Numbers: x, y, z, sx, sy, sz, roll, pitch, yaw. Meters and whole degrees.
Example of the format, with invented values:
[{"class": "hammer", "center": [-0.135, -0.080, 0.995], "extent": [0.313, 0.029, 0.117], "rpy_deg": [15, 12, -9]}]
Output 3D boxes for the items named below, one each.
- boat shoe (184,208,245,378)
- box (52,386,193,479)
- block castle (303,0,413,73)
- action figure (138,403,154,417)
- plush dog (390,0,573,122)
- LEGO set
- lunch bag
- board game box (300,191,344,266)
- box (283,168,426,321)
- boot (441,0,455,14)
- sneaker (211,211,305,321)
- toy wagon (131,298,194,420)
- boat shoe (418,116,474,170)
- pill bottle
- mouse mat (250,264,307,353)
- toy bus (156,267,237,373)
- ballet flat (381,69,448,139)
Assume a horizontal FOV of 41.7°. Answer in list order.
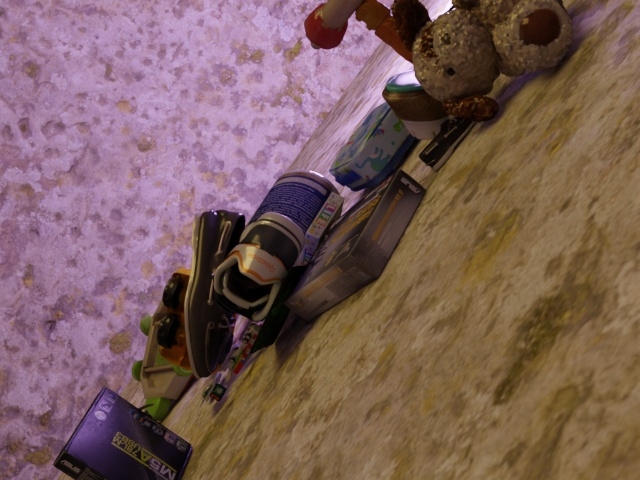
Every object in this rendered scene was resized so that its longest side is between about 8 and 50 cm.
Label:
[{"class": "boat shoe", "center": [-0.196, 0.093, 1.602], "extent": [0.112, 0.096, 0.335], "rpy_deg": [62, -155, -67]}, {"class": "box", "center": [-0.314, 0.349, 1.369], "extent": [0.045, 0.191, 0.184], "rpy_deg": [-50, 8, 19]}, {"class": "block castle", "center": [0.195, -0.498, 1.759], "extent": [0.453, 0.303, 0.213], "rpy_deg": [-57, 9, -32]}, {"class": "action figure", "center": [-0.451, 0.446, 1.803], "extent": [0.164, 0.141, 0.275], "rpy_deg": [-47, 17, 35]}, {"class": "plush dog", "center": [0.228, -0.297, 1.210], "extent": [0.225, 0.262, 0.211], "rpy_deg": [-38, -19, 23]}, {"class": "LEGO set", "center": [-0.155, 0.233, 1.554], "extent": [0.182, 0.060, 0.244], "rpy_deg": [-59, 3, -4]}, {"class": "lunch bag", "center": [0.106, -0.181, 1.643], "extent": [0.176, 0.090, 0.219], "rpy_deg": [-53, 9, -11]}, {"class": "board game box", "center": [0.000, 0.000, 1.495], "extent": [0.103, 0.026, 0.154], "rpy_deg": [-59, -12, -34]}, {"class": "box", "center": [0.048, 0.012, 1.297], "extent": [0.183, 0.056, 0.231], "rpy_deg": [-57, 10, -33]}, {"class": "boot", "center": [0.390, -0.568, 1.541], "extent": [0.445, 0.146, 0.367], "rpy_deg": [-54, 1, -32]}, {"class": "sneaker", "center": [-0.124, 0.076, 1.424], "extent": [0.127, 0.126, 0.321], "rpy_deg": [-58, -3, -31]}, {"class": "toy wagon", "center": [-0.370, 0.288, 2.019], "extent": [0.267, 0.068, 0.344], "rpy_deg": [-18, 59, 54]}, {"class": "boat shoe", "center": [0.198, -0.166, 1.292], "extent": [0.125, 0.038, 0.046], "rpy_deg": [-53, 9, -2]}, {"class": "pill bottle", "center": [-0.066, -0.008, 1.635], "extent": [0.153, 0.153, 0.264], "rpy_deg": [-44, 12, 43]}, {"class": "mouse mat", "center": [-0.063, 0.109, 1.379], "extent": [0.152, 0.007, 0.190], "rpy_deg": [-65, -7, 3]}, {"class": "toy bus", "center": [-0.234, 0.139, 1.794], "extent": [0.211, 0.150, 0.220], "rpy_deg": [-54, -22, -62]}, {"class": "ballet flat", "center": [0.187, -0.244, 1.423], "extent": [0.342, 0.116, 0.124], "rpy_deg": [-56, -33, -59]}]
